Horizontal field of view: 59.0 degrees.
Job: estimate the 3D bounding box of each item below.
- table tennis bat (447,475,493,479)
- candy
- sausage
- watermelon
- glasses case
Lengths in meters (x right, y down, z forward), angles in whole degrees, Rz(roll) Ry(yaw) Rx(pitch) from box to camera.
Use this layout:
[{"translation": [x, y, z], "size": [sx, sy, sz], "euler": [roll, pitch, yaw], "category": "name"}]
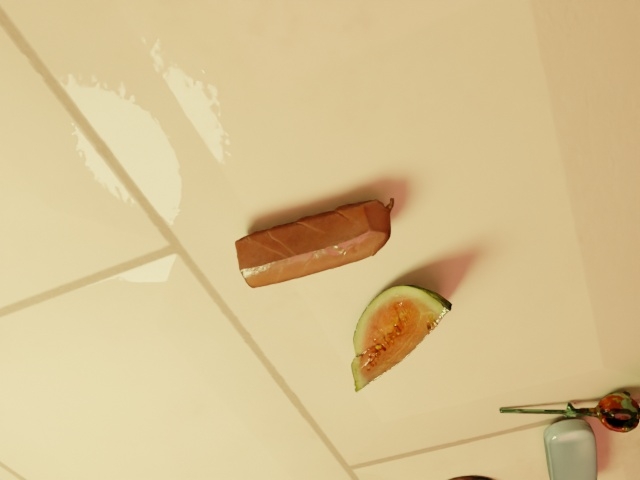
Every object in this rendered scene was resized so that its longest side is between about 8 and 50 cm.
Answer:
[{"translation": [0.250, 0.473, 0.981], "size": [0.130, 0.019, 0.220], "euler": [-4, 127, 4], "category": "table tennis bat"}, {"translation": [0.346, 0.239, 0.789], "size": [0.185, 0.049, 0.055], "euler": [-3, 98, 12], "category": "candy"}, {"translation": [0.000, 0.000, 0.585], "size": [0.169, 0.065, 0.065], "euler": [-16, 126, 11], "category": "sausage"}, {"translation": [0.084, 0.095, 0.655], "size": [0.069, 0.087, 0.163], "euler": [44, 120, 6], "category": "watermelon"}, {"translation": [0.376, 0.328, 0.849], "size": [0.067, 0.045, 0.178], "euler": [-14, 126, 11], "category": "glasses case"}]
